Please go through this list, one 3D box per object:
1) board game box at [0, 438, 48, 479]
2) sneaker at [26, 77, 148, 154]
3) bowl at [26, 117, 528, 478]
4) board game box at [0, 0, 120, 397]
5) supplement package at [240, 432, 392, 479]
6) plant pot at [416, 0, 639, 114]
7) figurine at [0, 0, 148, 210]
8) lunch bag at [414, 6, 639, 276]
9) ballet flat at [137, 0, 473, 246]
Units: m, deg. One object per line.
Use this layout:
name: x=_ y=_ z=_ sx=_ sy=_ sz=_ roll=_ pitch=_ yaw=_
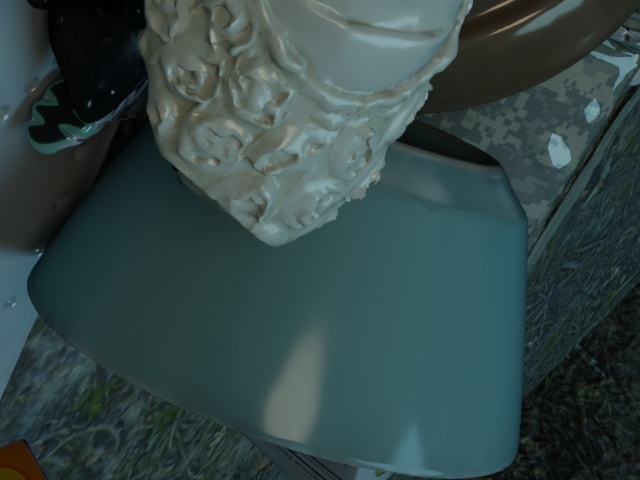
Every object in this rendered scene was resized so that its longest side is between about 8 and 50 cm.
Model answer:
board game box: x=-0.277 y=0.396 z=0.873 sx=0.356 sy=0.356 sz=0.356 roll=-18 pitch=152 yaw=-35
sneaker: x=-0.120 y=-0.074 z=0.874 sx=0.098 sy=0.038 sz=0.069 roll=-44 pitch=161 yaw=-15
bowl: x=0.000 y=0.000 z=0.926 sx=0.311 sy=0.312 sz=0.163 roll=-3 pitch=116 yaw=-66
board game box: x=-0.266 y=0.003 z=0.818 sx=0.390 sy=0.050 sz=0.390 roll=-23 pitch=146 yaw=-54
supplement package: x=0.031 y=0.072 z=1.400 sx=0.199 sy=0.198 sz=0.262 roll=-39 pitch=158 yaw=-32
plant pot: x=0.049 y=-0.238 z=0.843 sx=0.263 sy=0.263 sz=0.229 roll=-47 pitch=144 yaw=-13
figurine: x=-0.154 y=-0.078 z=0.726 sx=0.215 sy=0.092 sz=0.209 roll=-46 pitch=164 yaw=-13
lunch bag: x=0.092 y=-0.111 z=1.106 sx=0.212 sy=0.256 sz=0.305 roll=-24 pitch=148 yaw=-54
ballet flat: x=0.031 y=-0.192 z=0.639 sx=0.147 sy=0.147 sz=0.408 roll=7 pitch=99 yaw=-68
